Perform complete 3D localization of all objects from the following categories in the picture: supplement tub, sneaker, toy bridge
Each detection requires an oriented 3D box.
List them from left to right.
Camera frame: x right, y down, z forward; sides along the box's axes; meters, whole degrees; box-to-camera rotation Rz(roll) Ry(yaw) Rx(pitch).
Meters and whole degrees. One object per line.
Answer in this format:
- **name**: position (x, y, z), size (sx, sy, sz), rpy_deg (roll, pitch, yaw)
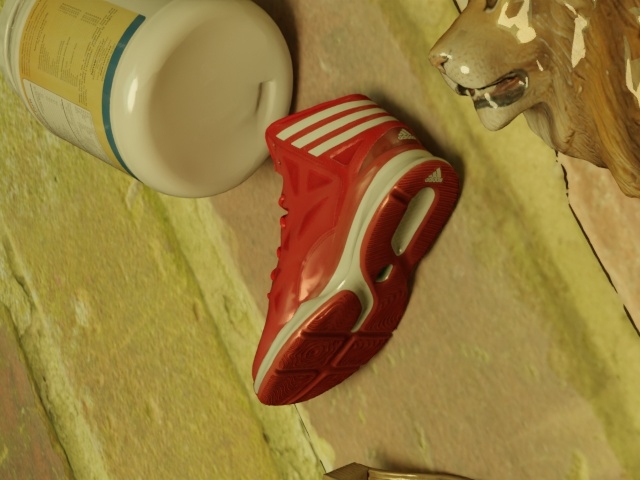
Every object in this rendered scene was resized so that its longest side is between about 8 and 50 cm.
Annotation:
- **supplement tub**: position (-0.132, -0.125, 0.829), size (0.200, 0.144, 0.144), rpy_deg (28, 120, 42)
- **sneaker**: position (0.000, 0.000, 0.776), size (0.221, 0.087, 0.128), rpy_deg (-56, 49, 27)
- **toy bridge**: position (0.085, 0.171, 0.722), size (0.188, 0.063, 0.026), rpy_deg (7, 106, 49)

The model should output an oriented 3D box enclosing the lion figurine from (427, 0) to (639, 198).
- **lion figurine**: position (0.202, -0.079, 0.427), size (0.392, 0.142, 0.240), rpy_deg (-22, 84, 61)
